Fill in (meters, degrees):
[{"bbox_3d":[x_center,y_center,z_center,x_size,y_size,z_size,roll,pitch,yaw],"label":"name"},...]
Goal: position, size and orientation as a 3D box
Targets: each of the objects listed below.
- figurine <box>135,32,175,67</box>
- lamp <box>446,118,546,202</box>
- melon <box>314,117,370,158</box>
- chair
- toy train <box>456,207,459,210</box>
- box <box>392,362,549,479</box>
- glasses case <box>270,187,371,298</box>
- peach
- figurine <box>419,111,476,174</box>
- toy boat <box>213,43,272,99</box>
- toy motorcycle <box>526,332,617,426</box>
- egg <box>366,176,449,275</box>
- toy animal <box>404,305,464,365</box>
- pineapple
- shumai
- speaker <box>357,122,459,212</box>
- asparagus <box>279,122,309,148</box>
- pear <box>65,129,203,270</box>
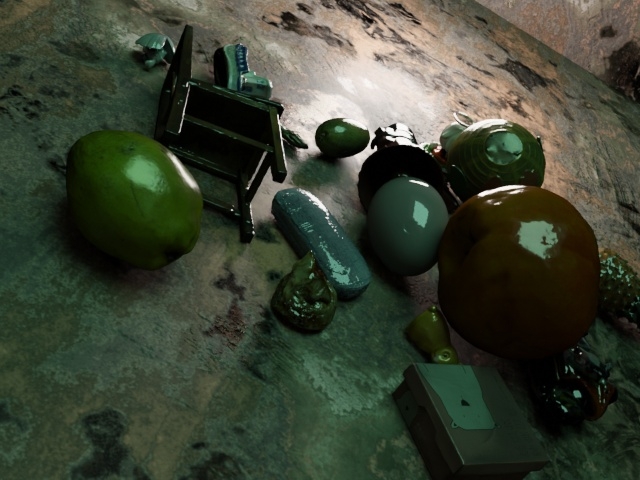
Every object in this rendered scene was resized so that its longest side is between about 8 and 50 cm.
[{"bbox_3d":[-0.382,-0.435,2.012,0.086,0.082,0.094,-25,37,-35],"label":"figurine"},{"bbox_3d":[0.437,-0.174,2.230,0.250,0.284,0.250,0,71,-1],"label":"lamp"},{"bbox_3d":[0.055,-0.246,2.101,0.162,0.099,0.099,-5,49,-47],"label":"melon"},{"bbox_3d":[-0.207,-0.226,1.770,0.241,0.203,0.416,18,38,-15],"label":"chair"},{"bbox_3d":[0.375,-0.054,2.185,0.083,0.033,0.053,41,29,13],"label":"toy train"},{"bbox_3d":[0.262,0.326,1.550,0.215,0.086,0.215,7,42,-34],"label":"box"},{"bbox_3d":[0.000,0.000,1.766,0.109,0.067,0.282,-13,57,-37],"label":"glasses case"},{"bbox_3d":[0.394,0.062,1.713,0.302,0.342,0.342,16,36,-12],"label":"peach"},{"bbox_3d":[0.348,-0.269,2.327,0.132,0.153,0.132,22,34,-16],"label":"figurine"},{"bbox_3d":[-0.182,-0.388,2.063,0.115,0.114,0.262,3,38,-20],"label":"toy boat"},{"bbox_3d":[0.515,0.229,1.848,0.207,0.134,0.400,17,38,-24],"label":"toy motorcycle"},{"bbox_3d":[0.187,-0.027,1.861,0.176,0.176,0.231,15,48,-26],"label":"egg"},{"bbox_3d":[0.235,0.210,1.690,0.070,0.083,0.159,-9,60,-36],"label":"toy animal"},{"bbox_3d":[0.764,0.159,2.159,0.310,0.141,0.170,41,28,-1],"label":"pineapple"},{"bbox_3d":[-0.021,0.100,1.605,0.123,0.105,0.139,39,62,6],"label":"shumai"},{"bbox_3d":[0.232,-0.169,2.089,0.259,0.198,0.329,19,25,2],"label":"speaker"},{"bbox_3d":[-0.095,-0.262,2.058,0.165,0.030,0.036,36,23,4],"label":"asparagus"},{"bbox_3d":[-0.315,-0.072,1.466,0.269,0.212,0.212,49,36,12],"label":"pear"}]
